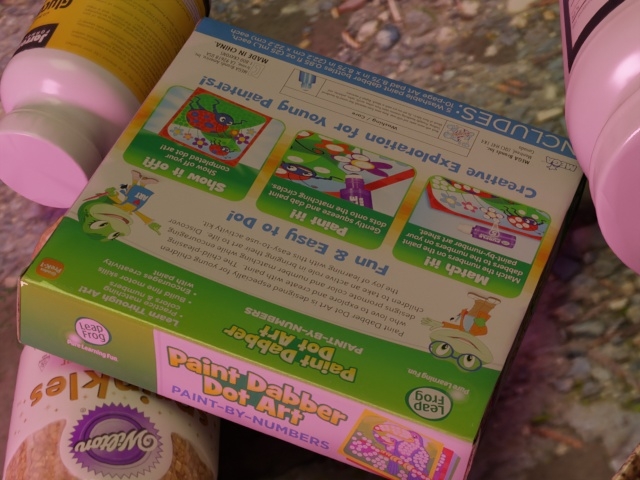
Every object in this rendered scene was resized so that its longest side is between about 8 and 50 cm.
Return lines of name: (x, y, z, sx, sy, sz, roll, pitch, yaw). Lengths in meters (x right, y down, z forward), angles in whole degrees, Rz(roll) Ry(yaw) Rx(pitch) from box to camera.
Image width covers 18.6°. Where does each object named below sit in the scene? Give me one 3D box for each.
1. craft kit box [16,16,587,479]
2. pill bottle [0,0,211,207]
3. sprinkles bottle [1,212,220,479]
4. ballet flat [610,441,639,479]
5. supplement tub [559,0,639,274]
craft kit box: (0.000, 0.000, 1.068, 0.250, 0.061, 0.246, 20, 42, 10)
pill bottle: (-0.151, -0.115, 1.304, 0.103, 0.103, 0.184, 4, 51, 28)
sprinkles bottle: (-0.112, 0.138, 1.033, 0.121, 0.121, 0.355, -14, 43, 13)
ballet flat: (0.163, 0.154, 0.856, 0.164, 0.182, 0.483, 26, 64, 40)
supplement tub: (0.227, -0.121, 1.072, 0.191, 0.191, 0.272, -12, 47, 15)
